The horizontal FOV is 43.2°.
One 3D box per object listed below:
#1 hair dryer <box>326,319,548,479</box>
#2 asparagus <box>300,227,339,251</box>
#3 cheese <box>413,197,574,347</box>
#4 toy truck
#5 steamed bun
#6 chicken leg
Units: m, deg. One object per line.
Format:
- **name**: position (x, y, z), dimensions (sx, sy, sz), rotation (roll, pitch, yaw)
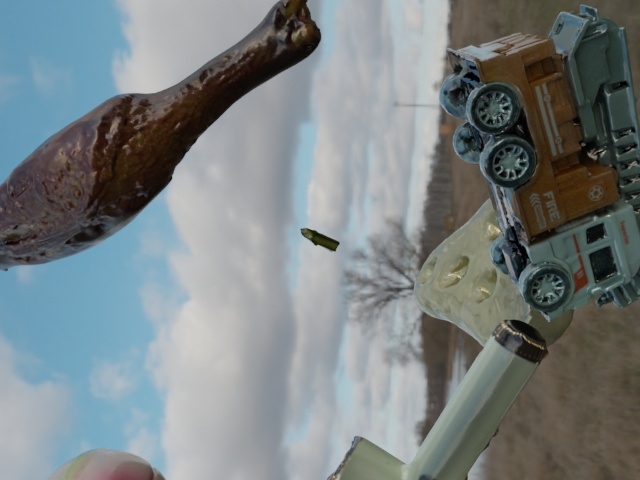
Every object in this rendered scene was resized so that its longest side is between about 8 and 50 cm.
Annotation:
- **hair dryer**: position (0.149, 0.229, 0.893), dimensions (0.362, 0.203, 0.128), rotation (-61, -11, 15)
- **asparagus**: position (0.000, -0.001, 1.463), dimensions (0.108, 0.021, 0.025), rotation (25, -83, -47)
- **cheese**: position (0.290, 0.096, 1.393), dimensions (0.351, 0.130, 0.328), rotation (-50, 27, 39)
- **toy truck**: position (0.263, -0.065, 0.872), dimensions (0.133, 0.184, 0.338), rotation (-104, -7, -72)
- **steamed bun**: position (-0.410, 0.555, 1.577), dimensions (0.309, 0.309, 0.309), rotation (2, -90, -81)
- **chicken leg**: position (-0.169, -0.072, 0.703), dimensions (0.096, 0.407, 0.158), rotation (55, -163, -10)
